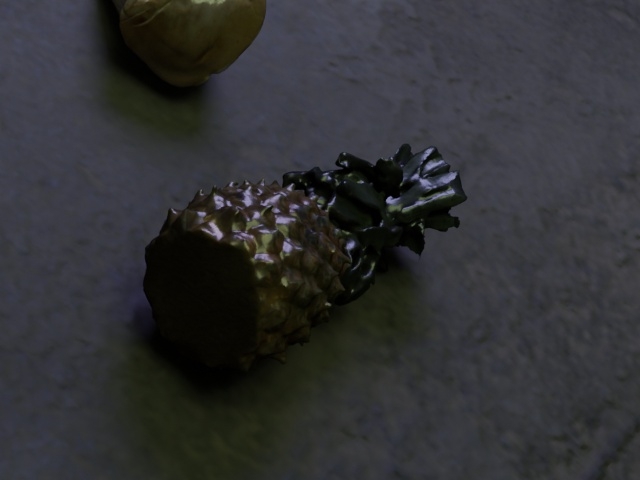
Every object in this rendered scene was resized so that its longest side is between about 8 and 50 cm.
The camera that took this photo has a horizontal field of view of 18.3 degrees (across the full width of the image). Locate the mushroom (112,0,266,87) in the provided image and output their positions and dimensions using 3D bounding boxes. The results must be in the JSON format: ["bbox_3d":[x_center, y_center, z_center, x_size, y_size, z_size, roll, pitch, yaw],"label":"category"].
[{"bbox_3d":[-0.073,-0.153,0.886,0.059,0.054,0.202,9,45,-27],"label":"mushroom"}]

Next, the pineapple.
[{"bbox_3d":[0.000,0.000,0.790,0.074,0.074,0.159,49,38,12],"label":"pineapple"}]
